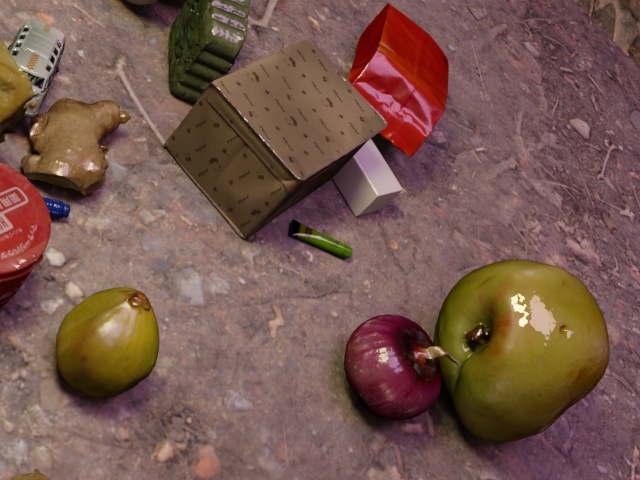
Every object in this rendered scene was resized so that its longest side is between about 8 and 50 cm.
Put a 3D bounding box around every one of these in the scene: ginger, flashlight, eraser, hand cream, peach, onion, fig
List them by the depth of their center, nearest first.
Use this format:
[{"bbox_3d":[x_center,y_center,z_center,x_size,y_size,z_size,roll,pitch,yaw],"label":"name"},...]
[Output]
[{"bbox_3d":[-0.464,-0.005,1.311,0.193,0.125,0.193,21,48,-25],"label":"hand cream"},{"bbox_3d":[-0.288,0.137,1.354,0.136,0.120,0.153,20,70,-34],"label":"fig"},{"bbox_3d":[-0.425,-0.052,1.451,0.121,0.035,0.057,14,25,-37],"label":"flashlight"},{"bbox_3d":[-0.381,-0.162,1.543,0.137,0.074,0.213,26,50,-18],"label":"ginger"},{"bbox_3d":[0.120,0.203,1.612,0.177,0.153,0.177,13,49,-15],"label":"onion"},{"bbox_3d":[0.338,0.178,1.707,0.315,0.314,0.281,-3,45,-46],"label":"peach"},{"bbox_3d":[0.000,0.000,1.767,0.122,0.023,0.036,24,49,-18],"label":"hand cream"},{"bbox_3d":[0.038,-0.192,1.910,0.078,0.076,0.298,-15,69,-45],"label":"eraser"}]

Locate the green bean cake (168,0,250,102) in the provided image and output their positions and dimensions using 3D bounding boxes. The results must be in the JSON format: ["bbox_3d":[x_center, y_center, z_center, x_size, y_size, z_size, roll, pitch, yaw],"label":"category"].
[{"bbox_3d":[-0.200,-0.357,1.763,0.094,0.183,0.185,17,51,-27],"label":"green bean cake"}]

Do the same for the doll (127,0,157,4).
[{"bbox_3d":[-0.272,-0.517,1.835,0.221,0.221,0.251,12,18,-33],"label":"doll"}]

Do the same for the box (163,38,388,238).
[{"bbox_3d":[-0.076,-0.182,1.726,0.225,0.190,0.297,49,40,4],"label":"box"}]

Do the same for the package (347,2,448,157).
[{"bbox_3d":[0.160,-0.338,2.037,0.196,0.123,0.423,37,29,-11],"label":"package"}]

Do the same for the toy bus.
[{"bbox_3d":[-0.447,-0.269,1.535,0.087,0.089,0.194,24,31,-18],"label":"toy bus"}]

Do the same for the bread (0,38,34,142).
[{"bbox_3d":[-0.539,-0.196,1.341,0.252,0.238,0.196,-26,94,-42],"label":"bread"}]

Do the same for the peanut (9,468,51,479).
[{"bbox_3d":[-0.318,0.371,1.167,0.099,0.099,0.214,-14,73,-45],"label":"peanut"}]
